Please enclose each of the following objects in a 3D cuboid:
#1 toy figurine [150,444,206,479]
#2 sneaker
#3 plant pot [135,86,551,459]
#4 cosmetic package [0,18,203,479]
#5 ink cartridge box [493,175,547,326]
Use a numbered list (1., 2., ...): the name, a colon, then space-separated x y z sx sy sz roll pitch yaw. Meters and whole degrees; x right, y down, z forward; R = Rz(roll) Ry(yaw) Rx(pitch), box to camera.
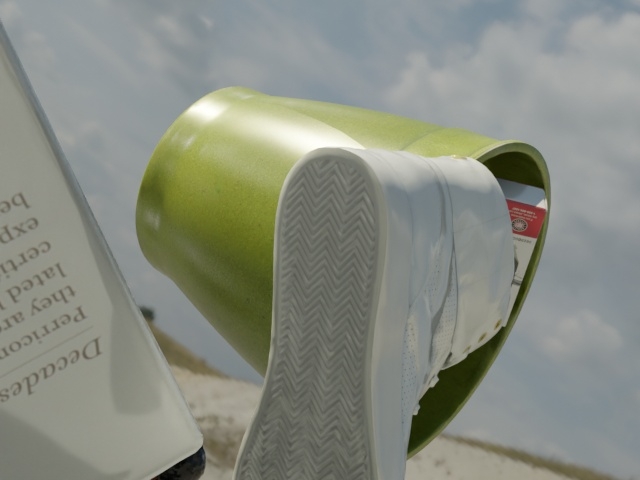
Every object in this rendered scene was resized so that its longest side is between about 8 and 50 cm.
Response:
1. toy figurine: -0.157 0.245 0.830 0.148 0.213 0.209 -21 -7 36
2. sneaker: 0.044 0.091 0.663 0.108 0.292 0.169 19 15 35
3. plant pot: 0.000 0.000 1.229 0.353 0.366 0.366 28 -14 29
4. cosmetic package: -0.322 -0.019 0.651 0.329 0.327 0.393 49 -17 44
5. ink cartridge box: 0.156 0.007 1.121 0.099 0.135 0.056 14 26 0
